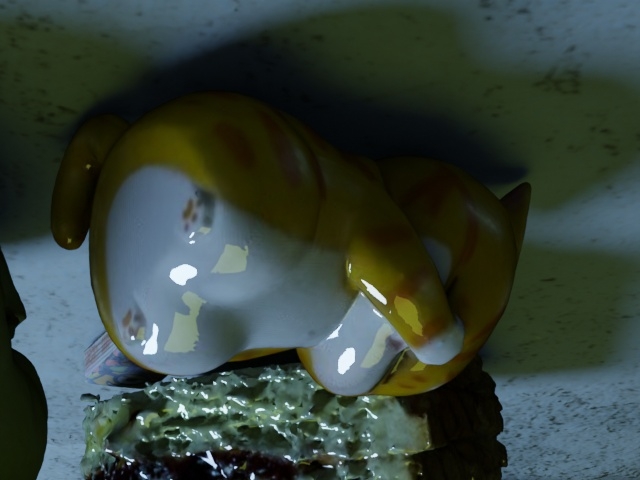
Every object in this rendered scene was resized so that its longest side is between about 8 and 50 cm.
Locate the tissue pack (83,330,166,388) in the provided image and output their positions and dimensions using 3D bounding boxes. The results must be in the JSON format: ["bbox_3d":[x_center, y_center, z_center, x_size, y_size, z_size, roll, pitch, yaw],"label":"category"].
[{"bbox_3d":[-0.148,0.091,1.092,0.063,0.035,0.083,10,152,-27],"label":"tissue pack"}]

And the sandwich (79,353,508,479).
[{"bbox_3d":[-0.039,0.162,1.050,0.325,0.131,0.262,-10,173,18],"label":"sandwich"}]

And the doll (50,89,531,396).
[{"bbox_3d":[-0.006,0.009,0.786,0.269,0.162,0.167,21,128,-26],"label":"doll"}]

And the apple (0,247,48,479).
[{"bbox_3d":[-0.300,0.083,0.802,0.254,0.292,0.292,-17,155,-9],"label":"apple"}]
